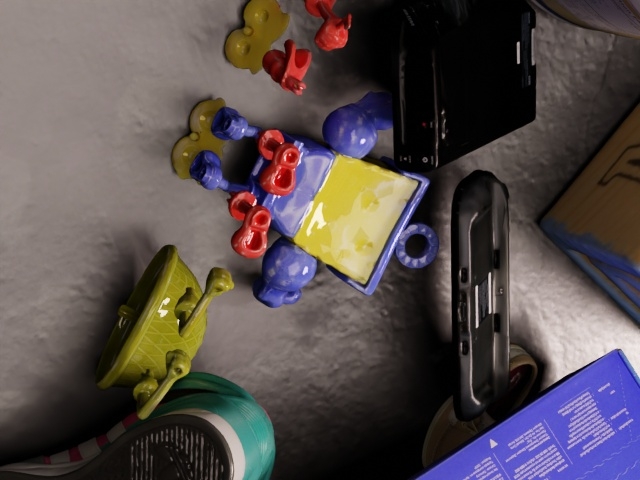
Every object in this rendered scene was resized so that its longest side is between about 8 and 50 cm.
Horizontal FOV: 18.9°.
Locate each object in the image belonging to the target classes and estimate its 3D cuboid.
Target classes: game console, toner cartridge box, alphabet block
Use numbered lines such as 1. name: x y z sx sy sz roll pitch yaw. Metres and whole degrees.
1. game console: 0.118 -0.030 1.537 0.213 0.044 0.361 -25 117 -60
2. toner cartridge box: 0.156 0.234 1.542 0.348 0.075 0.165 -27 84 -37
3. alphabet block: 0.338 -0.015 1.607 0.192 0.193 0.197 41 86 -24

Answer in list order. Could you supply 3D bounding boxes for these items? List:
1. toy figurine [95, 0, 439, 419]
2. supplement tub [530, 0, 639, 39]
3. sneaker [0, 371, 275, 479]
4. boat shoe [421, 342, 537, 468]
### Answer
1. toy figurine: 0.000 0.000 1.502 0.217 0.191 0.362 24 94 -27
2. supplement tub: 0.285 -0.262 1.468 0.228 0.316 0.228 -4 102 -19
3. sneaker: -0.154 0.187 1.519 0.295 0.178 0.123 -21 88 26
4. boat shoe: 0.137 0.149 1.649 0.050 0.045 0.135 34 89 -22
